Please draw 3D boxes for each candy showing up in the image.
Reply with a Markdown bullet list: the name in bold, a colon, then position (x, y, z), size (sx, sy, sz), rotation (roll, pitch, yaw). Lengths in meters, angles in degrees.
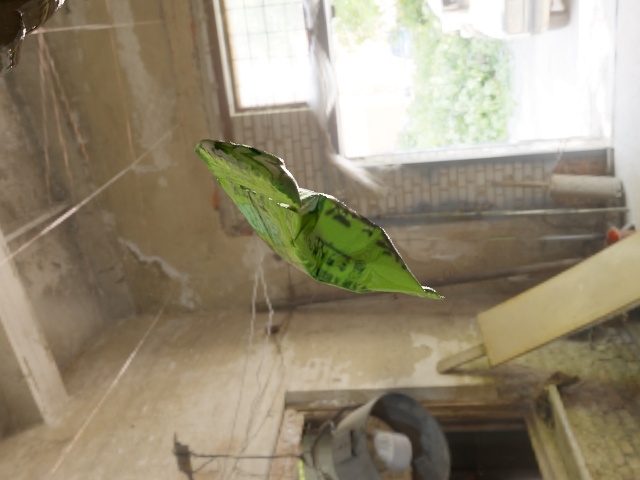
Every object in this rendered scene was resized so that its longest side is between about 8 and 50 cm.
- **candy**: position (0.000, 0.000, 0.595), size (0.246, 0.149, 0.069), rotation (32, -96, -38)

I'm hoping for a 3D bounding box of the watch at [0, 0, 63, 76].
- **watch**: position (-0.356, -0.385, 0.631), size (0.335, 0.314, 0.326), rotation (-49, -11, -39)
